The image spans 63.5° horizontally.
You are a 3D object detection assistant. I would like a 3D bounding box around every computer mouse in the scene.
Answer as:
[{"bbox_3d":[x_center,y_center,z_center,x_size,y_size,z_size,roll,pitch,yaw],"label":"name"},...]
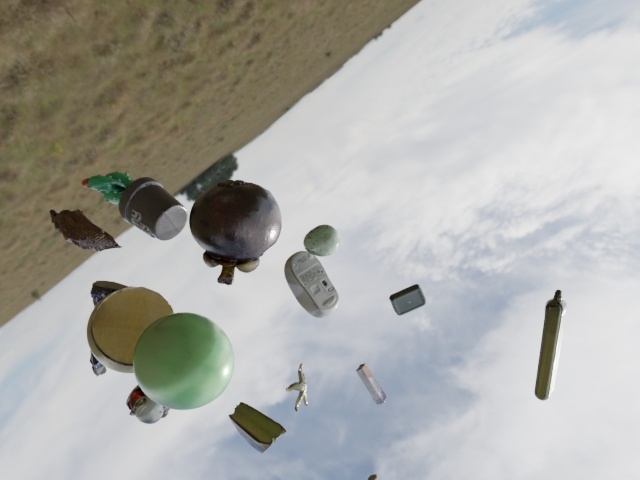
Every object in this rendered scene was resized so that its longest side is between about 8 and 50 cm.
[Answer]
[{"bbox_3d":[-0.042,0.190,2.176,0.184,0.297,0.121,-36,177,-38],"label":"computer mouse"}]

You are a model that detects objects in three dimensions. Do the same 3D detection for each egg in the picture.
[{"bbox_3d":[0.000,0.000,2.059,0.164,0.131,0.131,-6,-148,32],"label":"egg"},{"bbox_3d":[-0.315,0.279,1.205,0.269,0.220,0.220,0,-140,46],"label":"egg"}]

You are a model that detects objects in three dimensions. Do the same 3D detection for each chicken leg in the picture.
[{"bbox_3d":[-0.663,-0.029,1.435,0.105,0.233,0.063,-33,146,-45],"label":"chicken leg"}]

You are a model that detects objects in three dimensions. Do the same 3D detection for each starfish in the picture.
[{"bbox_3d":[-0.084,0.648,2.236,0.053,0.176,0.208,-5,-148,21],"label":"starfish"}]

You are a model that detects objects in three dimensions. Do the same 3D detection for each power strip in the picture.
[{"bbox_3d":[0.787,0.356,1.775,0.066,0.388,0.092,11,-167,32],"label":"power strip"}]

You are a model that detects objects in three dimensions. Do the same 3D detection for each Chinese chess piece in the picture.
[{"bbox_3d":[-0.558,0.265,1.544,0.257,0.257,0.104,-50,-176,-34],"label":"Chinese chess piece"}]

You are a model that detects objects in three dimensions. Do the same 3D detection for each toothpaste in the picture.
[{"bbox_3d":[0.233,0.655,2.359,0.040,0.196,0.047,-26,-171,39],"label":"toothpaste"}]

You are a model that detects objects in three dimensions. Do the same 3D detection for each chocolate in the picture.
[{"bbox_3d":[-0.720,0.304,1.768,0.148,0.126,0.344,-97,-165,-76],"label":"chocolate"}]

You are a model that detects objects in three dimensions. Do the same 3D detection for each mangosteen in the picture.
[{"bbox_3d":[-0.259,-0.046,1.624,0.297,0.293,0.297,-24,-165,7],"label":"mangosteen"}]

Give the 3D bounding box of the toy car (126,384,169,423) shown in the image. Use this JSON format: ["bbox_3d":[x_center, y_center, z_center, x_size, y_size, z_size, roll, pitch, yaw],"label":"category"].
[{"bbox_3d":[-0.535,0.528,1.632,0.112,0.139,0.112,-53,-154,4],"label":"toy car"}]

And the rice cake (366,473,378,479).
[{"bbox_3d":[0.168,0.931,1.908,0.047,0.036,0.207,-38,151,-54],"label":"rice cake"}]

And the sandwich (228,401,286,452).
[{"bbox_3d":[-0.206,0.634,1.733,0.094,0.096,0.258,-36,-152,-29],"label":"sandwich"}]

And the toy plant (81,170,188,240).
[{"bbox_3d":[-0.677,-0.154,1.883,0.279,0.400,0.185,-8,125,-59],"label":"toy plant"}]

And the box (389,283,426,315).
[{"bbox_3d":[0.325,0.222,1.914,0.126,0.091,0.031,-23,-157,4],"label":"box"}]
